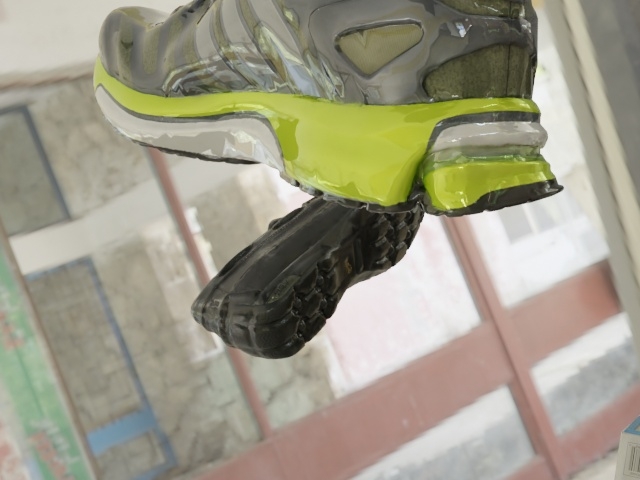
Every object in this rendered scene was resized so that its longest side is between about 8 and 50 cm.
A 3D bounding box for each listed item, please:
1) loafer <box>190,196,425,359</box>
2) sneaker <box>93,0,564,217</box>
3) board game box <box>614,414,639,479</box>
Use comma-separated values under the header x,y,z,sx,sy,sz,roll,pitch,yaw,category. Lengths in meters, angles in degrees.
x,y,z,sx,sy,sz,roll,pitch,yaw,category
0.000,0.000,0.828,0.078,0.076,0.223,15,37,31,loafer
-0.007,-0.093,0.549,0.111,0.121,0.300,-4,14,-39,sneaker
0.202,0.096,0.482,0.154,0.026,0.103,9,4,23,board game box
